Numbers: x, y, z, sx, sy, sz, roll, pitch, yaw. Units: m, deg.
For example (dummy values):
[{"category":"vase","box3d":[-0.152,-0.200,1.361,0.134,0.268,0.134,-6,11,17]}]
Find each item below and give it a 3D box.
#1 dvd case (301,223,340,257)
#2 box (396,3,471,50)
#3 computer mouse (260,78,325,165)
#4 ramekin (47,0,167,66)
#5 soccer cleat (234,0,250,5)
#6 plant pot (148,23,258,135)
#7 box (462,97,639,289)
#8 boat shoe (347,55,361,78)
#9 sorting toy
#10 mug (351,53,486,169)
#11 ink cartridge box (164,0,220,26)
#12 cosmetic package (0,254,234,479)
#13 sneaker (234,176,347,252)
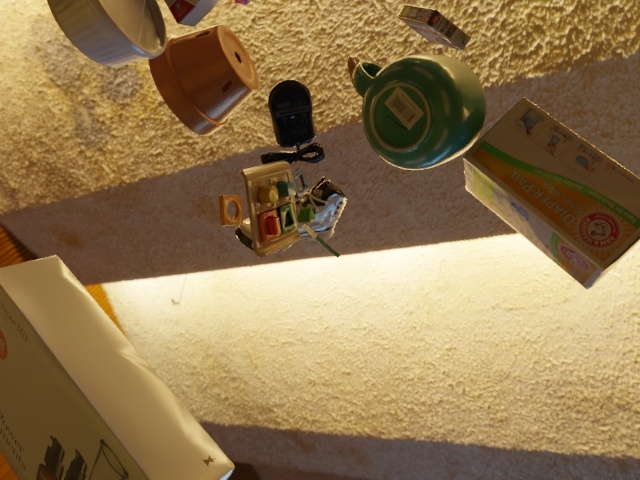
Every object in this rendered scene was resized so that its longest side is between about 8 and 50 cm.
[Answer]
[{"category":"dvd case","box3d":[0.000,0.000,1.361,0.087,0.119,0.013,41,-89,-26]},{"category":"box","box3d":[0.268,-0.515,1.257,0.114,0.207,0.036,26,-72,-25]},{"category":"computer mouse","box3d":[-0.086,-0.332,1.453,0.188,0.072,0.272,-9,-45,-7]},{"category":"ramekin","box3d":[-0.473,-0.512,1.149,0.127,0.273,0.273,-20,-65,18]},{"category":"soccer cleat","box3d":[-0.285,-0.777,1.476,0.248,0.083,0.095,38,-66,-27]},{"category":"plant pot","box3d":[-0.313,-0.475,1.493,0.203,0.291,0.291,-22,-66,18]},{"category":"box","box3d":[0.283,-0.054,0.626,0.203,0.103,0.114,46,1,23]},{"category":"boat shoe","box3d":[0.130,-0.433,1.421,0.170,0.059,0.063,63,-12,8]},{"category":"sorting toy","box3d":[-0.098,-0.077,1.186,0.047,0.347,0.196,-3,-76,31]},{"category":"mug","box3d":[0.102,-0.149,0.612,0.157,0.097,0.130,7,-70,35]},{"category":"ink cartridge box","box3d":[-0.321,-0.619,1.224,0.127,0.072,0.175,-30,-88,29]},{"category":"cosmetic package","box3d":[-0.304,0.247,0.671,0.377,0.097,0.285,40,-60,21]},{"category":"sneaker","box3d":[-0.085,-0.115,1.835,0.169,0.447,0.258,49,-50,27]}]
